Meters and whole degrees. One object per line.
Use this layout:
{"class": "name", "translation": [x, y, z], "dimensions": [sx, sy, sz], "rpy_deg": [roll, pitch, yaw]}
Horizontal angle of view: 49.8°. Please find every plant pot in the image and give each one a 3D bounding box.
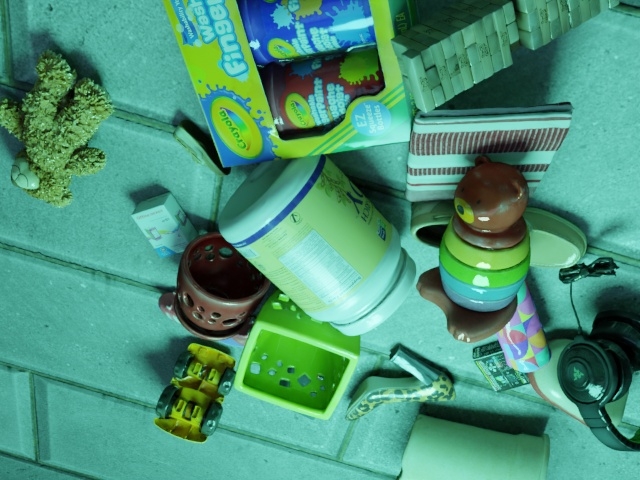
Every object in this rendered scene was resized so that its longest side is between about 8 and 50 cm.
{"class": "plant pot", "translation": [-0.038, 0.215, 1.497], "dimensions": [0.227, 0.207, 0.228], "rpy_deg": [20, 128, -2]}
{"class": "plant pot", "translation": [-0.218, 0.103, 1.470], "dimensions": [0.191, 0.191, 0.174], "rpy_deg": [24, 136, -6]}
{"class": "plant pot", "translation": [0.342, 0.566, 1.637], "dimensions": [0.305, 0.334, 0.334], "rpy_deg": [18, 129, 14]}

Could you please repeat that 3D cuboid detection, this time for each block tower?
{"class": "block tower", "translation": [0.261, -0.314, 1.001], "dimensions": [0.335, 0.097, 0.091], "rpy_deg": [-31, 125, -8]}

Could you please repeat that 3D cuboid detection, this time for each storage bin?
{"class": "storage bin", "translation": [-0.040, 0.369, 1.687], "dimensions": [0.135, 0.091, 0.098], "rpy_deg": [27, 127, -9]}

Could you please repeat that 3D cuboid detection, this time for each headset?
{"class": "headset", "translation": [0.582, 0.219, 1.344], "dimensions": [0.185, 0.243, 0.394], "rpy_deg": [-26, 94, 56]}

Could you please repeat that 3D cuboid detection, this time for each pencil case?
{"class": "pencil case", "translation": [0.390, 0.156, 1.408], "dimensions": [0.104, 0.104, 0.236], "rpy_deg": [-19, 110, 24]}

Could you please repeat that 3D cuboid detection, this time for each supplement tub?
{"class": "supplement tub", "translation": [0.000, 0.000, 1.305], "dimensions": [0.241, 0.241, 0.331], "rpy_deg": [-33, 114, 31]}

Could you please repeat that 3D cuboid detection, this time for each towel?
{"class": "towel", "translation": [0.262, -0.139, 1.143], "dimensions": [0.237, 0.037, 0.329], "rpy_deg": [-2, 163, 4]}

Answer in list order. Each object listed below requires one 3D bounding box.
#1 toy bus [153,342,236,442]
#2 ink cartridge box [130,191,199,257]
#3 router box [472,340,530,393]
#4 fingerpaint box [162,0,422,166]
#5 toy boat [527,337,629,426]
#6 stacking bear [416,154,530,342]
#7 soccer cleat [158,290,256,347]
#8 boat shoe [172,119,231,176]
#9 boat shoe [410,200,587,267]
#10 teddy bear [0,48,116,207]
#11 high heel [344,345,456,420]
{"class": "toy bus", "translation": [-0.299, 0.390, 1.724], "dimensions": [0.149, 0.220, 0.211], "rpy_deg": [20, 161, 5]}
{"class": "ink cartridge box", "translation": [-0.331, -0.032, 1.474], "dimensions": [0.088, 0.052, 0.122], "rpy_deg": [-16, 120, 23]}
{"class": "router box", "translation": [0.410, 0.283, 1.554], "dimensions": [0.092, 0.038, 0.122], "rpy_deg": [-23, 118, 26]}
{"class": "fingerpaint box", "translation": [-0.037, -0.360, 1.090], "dimensions": [0.371, 0.163, 0.445], "rpy_deg": [-5, 125, 15]}
{"class": "toy boat", "translation": [0.542, 0.313, 1.504], "dimensions": [0.231, 0.151, 0.151], "rpy_deg": [33, 155, -13]}
{"class": "stacking bear", "translation": [0.272, 0.000, 1.148], "dimensions": [0.164, 0.175, 0.289], "rpy_deg": [-17, 134, -17]}
{"class": "soccer cleat", "translation": [-0.264, 0.194, 1.615], "dimensions": [0.248, 0.083, 0.095], "rpy_deg": [18, 133, -5]}
{"class": "boat shoe", "translation": [-0.232, -0.174, 1.350], "dimensions": [0.045, 0.050, 0.135], "rpy_deg": [-34, 103, 35]}
{"class": "boat shoe", "translation": [0.336, 0.002, 1.314], "dimensions": [0.341, 0.110, 0.122], "rpy_deg": [12, 128, 4]}
{"class": "teddy bear", "translation": [-0.527, -0.205, 1.351], "dimensions": [0.338, 0.113, 0.245], "rpy_deg": [-32, 112, 30]}
{"class": "high heel", "translation": [0.187, 0.387, 1.643], "dimensions": [0.186, 0.093, 0.261], "rpy_deg": [34, 117, -6]}
